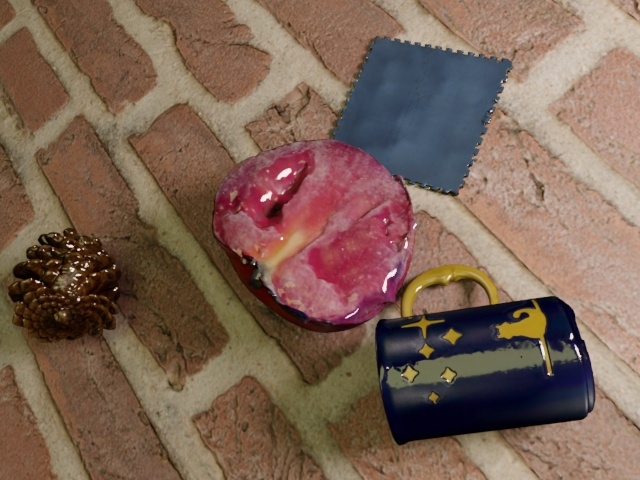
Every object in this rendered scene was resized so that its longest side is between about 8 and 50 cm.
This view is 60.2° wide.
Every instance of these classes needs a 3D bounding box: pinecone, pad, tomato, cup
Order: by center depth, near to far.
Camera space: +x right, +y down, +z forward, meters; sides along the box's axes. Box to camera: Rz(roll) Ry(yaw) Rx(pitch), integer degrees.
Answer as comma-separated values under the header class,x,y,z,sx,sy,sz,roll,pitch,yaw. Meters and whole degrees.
class,x,y,z,sx,sy,sz,roll,pitch,yaw
cup,0.212,0.135,0.766,0.257,0.178,0.254,-12,72,12
tomato,0.003,0.005,0.881,0.290,0.176,0.335,-41,64,-20
pad,0.167,-0.230,0.980,0.269,0.012,0.269,22,81,23
pinecone,-0.457,0.073,1.008,0.169,0.186,0.212,-31,45,32
